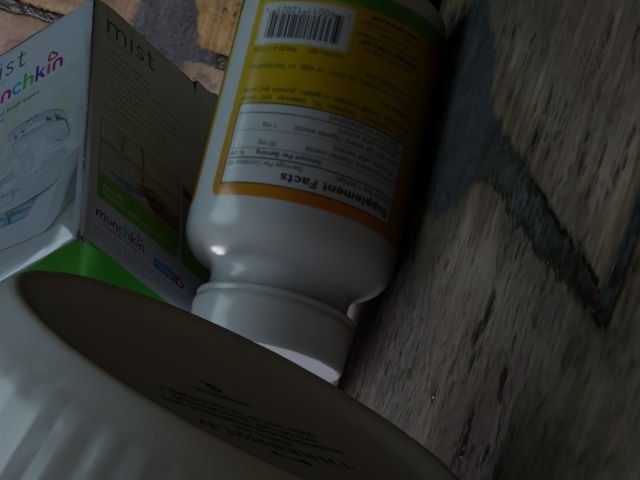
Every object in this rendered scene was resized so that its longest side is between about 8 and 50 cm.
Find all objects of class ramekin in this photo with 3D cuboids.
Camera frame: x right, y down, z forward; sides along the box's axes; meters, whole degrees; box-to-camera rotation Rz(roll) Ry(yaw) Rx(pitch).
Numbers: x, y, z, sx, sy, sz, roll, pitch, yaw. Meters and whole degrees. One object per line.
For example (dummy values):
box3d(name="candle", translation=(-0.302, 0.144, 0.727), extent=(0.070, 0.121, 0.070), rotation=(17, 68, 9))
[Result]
box3d(name="ramekin", translation=(-0.058, 0.115, 0.710), extent=(0.127, 0.273, 0.273), rotation=(-63, 8, 5))

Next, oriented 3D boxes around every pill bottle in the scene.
box3d(name="pill bottle", translation=(-0.009, -0.040, 1.110), extent=(0.136, 0.136, 0.246), rotation=(128, 156, -73))

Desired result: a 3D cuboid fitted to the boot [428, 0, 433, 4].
box3d(name="boot", translation=(0.031, -0.150, 1.292), extent=(0.165, 0.077, 0.213), rotation=(-169, 99, -82))

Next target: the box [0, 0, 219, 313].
box3d(name="box", translation=(-0.119, 0.003, 1.221), extent=(0.127, 0.262, 0.231), rotation=(-28, 44, 24))
